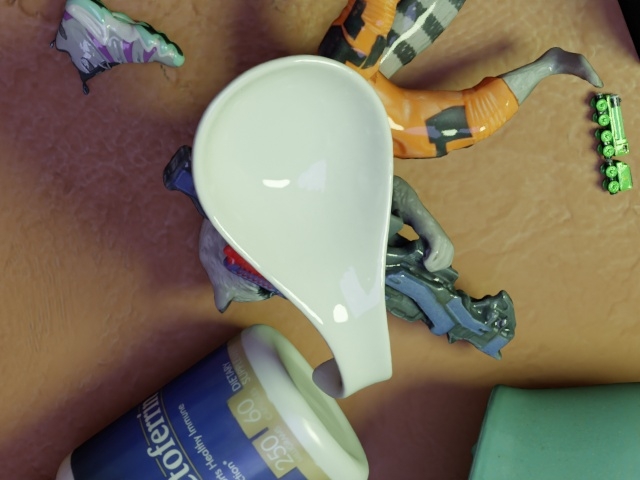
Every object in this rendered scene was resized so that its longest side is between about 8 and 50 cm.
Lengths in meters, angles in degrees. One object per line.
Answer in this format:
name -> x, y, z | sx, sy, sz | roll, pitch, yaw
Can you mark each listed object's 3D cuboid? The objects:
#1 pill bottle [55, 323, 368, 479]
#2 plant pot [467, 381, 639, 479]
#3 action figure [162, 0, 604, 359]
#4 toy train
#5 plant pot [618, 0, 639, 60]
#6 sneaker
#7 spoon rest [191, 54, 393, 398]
pill bottle -> -0.108, 0.196, 1.359 | 0.264, 0.153, 0.153 | -36, 104, 6
plant pot -> 0.232, 0.226, 1.344 | 0.255, 0.271, 0.272 | 13, 104, 7
action figure -> 0.047, -0.059, 1.331 | 0.330, 0.178, 0.341 | -42, 129, 14
toy train -> 0.230, -0.077, 1.381 | 0.023, 0.017, 0.083 | -13, 105, -10
plant pot -> 0.308, -0.228, 1.270 | 0.187, 0.167, 0.188 | -23, 106, 3
sneaker -> -0.157, -0.137, 1.330 | 0.098, 0.038, 0.069 | 28, 103, -1
spoon rest -> 0.000, 0.000, 1.191 | 0.137, 0.084, 0.276 | -24, 124, -9
